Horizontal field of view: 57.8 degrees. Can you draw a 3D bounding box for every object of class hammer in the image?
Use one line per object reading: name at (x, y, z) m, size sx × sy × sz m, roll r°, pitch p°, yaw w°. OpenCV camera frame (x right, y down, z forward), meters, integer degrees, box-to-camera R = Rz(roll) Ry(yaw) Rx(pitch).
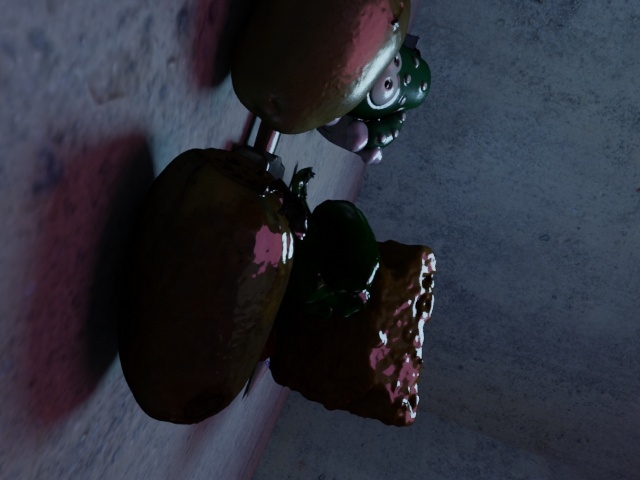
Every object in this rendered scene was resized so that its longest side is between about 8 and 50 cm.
hammer at (-0.020, -0.233, 0.655) m, size 0.111 × 0.043 × 0.365 m, roll -9°, pitch 118°, yaw -84°

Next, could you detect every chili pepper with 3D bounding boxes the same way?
chili pepper at (0.000, 0.000, 0.985) m, size 0.165 × 0.173 × 0.261 m, roll 64°, pitch 5°, yaw -52°
chili pepper at (-0.113, 0.172, 1.118) m, size 0.169 × 0.064 × 0.088 m, roll 89°, pitch 3°, yaw -65°

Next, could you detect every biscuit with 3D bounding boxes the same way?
biscuit at (0.041, 0.163, 1.170) m, size 0.395 × 0.166 × 0.343 m, roll -6°, pitch -110°, yaw 58°

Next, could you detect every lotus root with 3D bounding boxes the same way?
lotus root at (-0.095, 0.041, 0.457) m, size 0.124 × 0.123 × 0.241 m, roll -98°, pitch -153°, yaw -65°

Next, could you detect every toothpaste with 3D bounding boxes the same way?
toothpaste at (-0.140, 0.301, 1.427) m, size 0.067 × 0.042 × 0.195 m, roll -55°, pitch 170°, yaw -82°

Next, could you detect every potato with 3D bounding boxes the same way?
potato at (-0.004, -0.189, 0.517) m, size 0.194 × 0.157 × 0.157 m, roll -55°, pitch 172°, yaw -11°

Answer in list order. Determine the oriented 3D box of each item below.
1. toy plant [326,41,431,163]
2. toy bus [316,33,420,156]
toy plant at (0.074, -0.256, 0.891) m, size 0.243 × 0.112 × 0.233 m, roll 35°, pitch 73°, yaw -44°
toy bus at (0.097, -0.299, 1.113) m, size 0.112 × 0.138 × 0.317 m, roll 112°, pitch 1°, yaw -48°
